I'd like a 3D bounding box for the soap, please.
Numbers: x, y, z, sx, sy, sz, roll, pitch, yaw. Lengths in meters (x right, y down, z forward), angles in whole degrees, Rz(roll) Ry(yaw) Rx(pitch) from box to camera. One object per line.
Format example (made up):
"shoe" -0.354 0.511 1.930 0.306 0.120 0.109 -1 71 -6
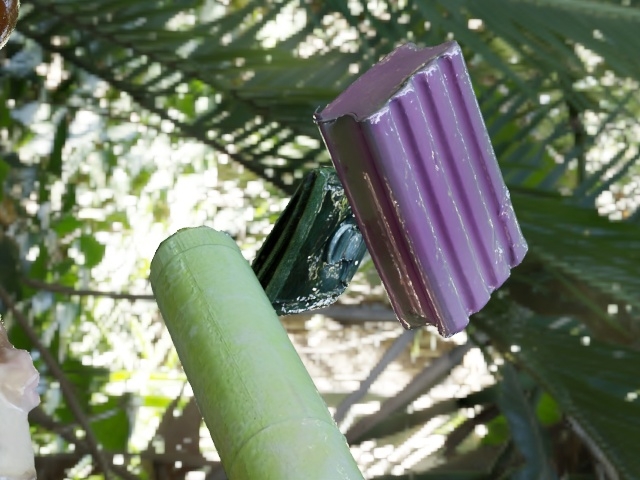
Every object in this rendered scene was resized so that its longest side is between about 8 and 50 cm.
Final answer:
"soap" 0.082 -0.039 0.828 0.122 0.065 0.203 -43 124 -33

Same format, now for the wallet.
"wallet" 0.002 0.001 1.081 0.160 0.055 0.236 -63 165 10

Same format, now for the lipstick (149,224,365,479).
"lipstick" -0.046 0.090 0.684 0.304 0.076 0.076 -123 -150 -54

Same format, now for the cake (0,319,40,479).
"cake" -0.368 0.111 0.685 0.256 0.282 0.290 -53 -131 23

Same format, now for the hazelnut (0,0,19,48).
"hazelnut" -0.407 -0.281 1.107 0.178 0.177 0.204 110 -34 -79
